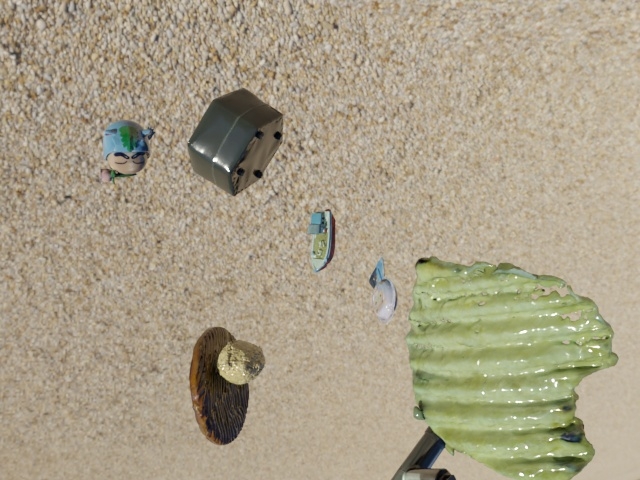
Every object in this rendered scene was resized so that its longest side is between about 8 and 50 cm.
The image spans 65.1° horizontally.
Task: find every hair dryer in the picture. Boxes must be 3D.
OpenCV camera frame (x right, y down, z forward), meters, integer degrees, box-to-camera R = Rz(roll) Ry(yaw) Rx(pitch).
[{"bbox_3d":[0.297,0.540,1.214,0.320,0.156,0.284,-45,-171,-34],"label":"hair dryer"}]

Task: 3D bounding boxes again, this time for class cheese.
[{"bbox_3d":[0.205,0.172,1.663,0.052,0.245,0.135,13,125,-18],"label":"cheese"}]

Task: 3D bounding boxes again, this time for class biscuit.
[{"bbox_3d":[-0.269,0.394,1.378,0.040,0.318,0.318,-10,146,13],"label":"biscuit"}]

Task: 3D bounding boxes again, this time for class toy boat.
[{"bbox_3d":[0.000,0.000,1.334,0.058,0.173,0.069,3,-178,-40],"label":"toy boat"}]

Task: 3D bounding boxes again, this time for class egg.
[{"bbox_3d":[-0.212,0.319,1.321,0.140,0.116,0.118,-5,166,-40],"label":"egg"}]

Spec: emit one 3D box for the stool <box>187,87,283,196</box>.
[{"bbox_3d":[-0.194,-0.229,1.182,0.232,0.141,0.232,-54,172,-11],"label":"stool"}]

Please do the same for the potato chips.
[{"bbox_3d":[0.304,0.216,0.915,0.097,0.389,0.374,-3,103,-47],"label":"potato chips"}]

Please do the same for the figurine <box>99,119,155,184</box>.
[{"bbox_3d":[-0.446,-0.196,1.140,0.114,0.145,0.178,8,180,-31],"label":"figurine"}]
